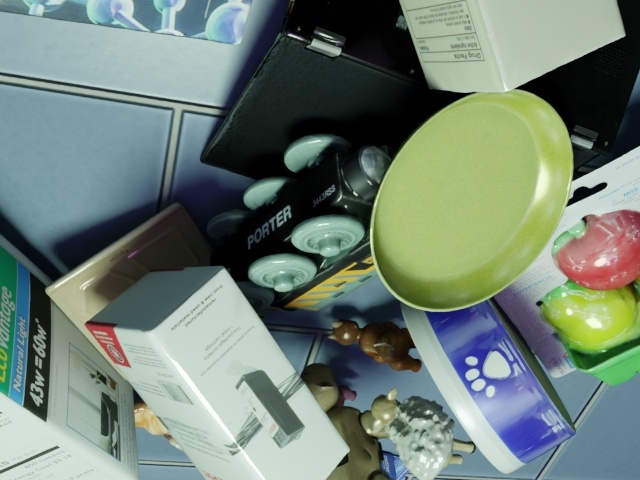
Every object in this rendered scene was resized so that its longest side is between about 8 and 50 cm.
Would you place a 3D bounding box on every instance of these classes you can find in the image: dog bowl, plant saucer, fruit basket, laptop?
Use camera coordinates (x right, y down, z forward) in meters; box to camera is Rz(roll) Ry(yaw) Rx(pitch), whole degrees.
[{"bbox_3d":[0.218,0.160,1.035,0.104,0.265,0.265,-33,126,11],"label":"dog bowl"},{"bbox_3d":[0.147,-0.041,0.796,0.241,0.037,0.240,-13,123,-22],"label":"plant saucer"},{"bbox_3d":[0.386,0.023,1.019,0.327,0.165,0.353,-30,125,16],"label":"fruit basket"},{"bbox_3d":[0.121,-0.214,0.879,0.382,0.236,0.407,16,97,-20],"label":"laptop"}]

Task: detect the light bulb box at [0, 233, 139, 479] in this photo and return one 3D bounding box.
[{"bbox_3d":[-0.466,0.198,0.947,0.358,0.225,0.361,-23,138,6],"label":"light bulb box"}]

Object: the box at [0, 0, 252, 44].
[{"bbox_3d":[-0.226,-0.325,0.522,0.396,0.212,0.293,-1,125,-33],"label":"box"}]

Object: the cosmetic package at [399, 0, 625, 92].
[{"bbox_3d":[0.126,-0.285,0.659,0.129,0.153,0.296,-26,109,-12],"label":"cosmetic package"}]

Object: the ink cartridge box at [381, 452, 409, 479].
[{"bbox_3d":[-0.006,0.418,1.347,0.311,0.065,0.185,17,125,-23],"label":"ink cartridge box"}]

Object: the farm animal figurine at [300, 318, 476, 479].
[{"bbox_3d":[0.013,0.264,1.060,0.172,0.326,0.330,19,114,-28],"label":"farm animal figurine"}]

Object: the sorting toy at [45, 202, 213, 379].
[{"bbox_3d":[-0.218,0.067,1.016,0.193,0.038,0.208,-34,132,-7],"label":"sorting toy"}]

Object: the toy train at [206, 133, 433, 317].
[{"bbox_3d":[0.000,0.000,0.921,0.190,0.142,0.334,13,147,-34],"label":"toy train"}]

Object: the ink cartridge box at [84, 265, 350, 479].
[{"bbox_3d":[-0.119,0.170,0.912,0.114,0.197,0.272,-42,111,-29],"label":"ink cartridge box"}]

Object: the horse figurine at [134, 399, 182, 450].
[{"bbox_3d":[-0.190,0.249,1.178,0.263,0.066,0.174,-31,132,18],"label":"horse figurine"}]
